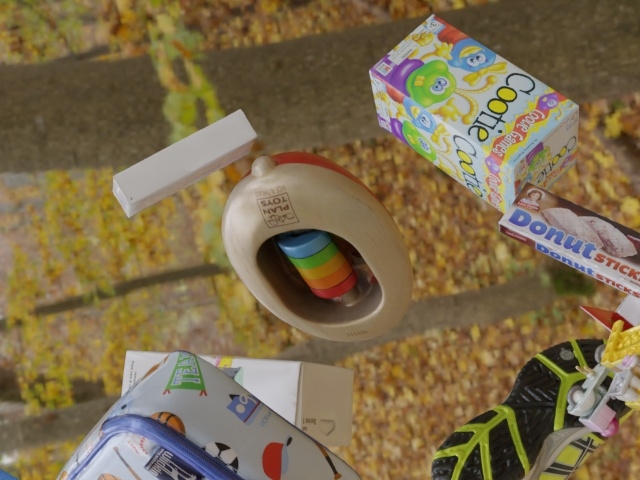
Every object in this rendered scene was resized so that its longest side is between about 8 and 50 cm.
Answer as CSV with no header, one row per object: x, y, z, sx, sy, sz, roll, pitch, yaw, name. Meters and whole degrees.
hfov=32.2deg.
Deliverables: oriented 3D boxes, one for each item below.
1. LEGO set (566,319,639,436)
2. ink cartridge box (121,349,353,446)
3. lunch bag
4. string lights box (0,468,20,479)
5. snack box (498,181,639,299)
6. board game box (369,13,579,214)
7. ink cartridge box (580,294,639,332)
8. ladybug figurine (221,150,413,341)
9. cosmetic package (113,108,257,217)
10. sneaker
0.320,0.130,0.933,0.132,0.107,0.287,-60,8,-4,LEGO set
-0.113,0.226,1.584,0.201,0.278,0.117,22,-109,-65,ink cartridge box
-0.105,0.239,0.996,0.303,0.243,0.115,-44,8,50,lunch bag
-0.385,0.404,1.503,0.260,0.077,0.133,18,138,34,string lights box
0.284,0.000,1.185,0.178,0.064,0.022,28,157,24,snack box
0.224,-0.182,1.618,0.275,0.144,0.142,39,163,28,board game box
0.622,0.188,1.880,0.261,0.066,0.296,17,-159,-47,ink cartridge box
0.000,0.000,1.932,0.449,0.305,0.162,61,-153,-42,ladybug figurine
-0.225,-0.127,1.823,0.060,0.239,0.099,59,164,3,cosmetic package
0.307,0.269,1.528,0.145,0.385,0.147,42,152,41,sneaker
